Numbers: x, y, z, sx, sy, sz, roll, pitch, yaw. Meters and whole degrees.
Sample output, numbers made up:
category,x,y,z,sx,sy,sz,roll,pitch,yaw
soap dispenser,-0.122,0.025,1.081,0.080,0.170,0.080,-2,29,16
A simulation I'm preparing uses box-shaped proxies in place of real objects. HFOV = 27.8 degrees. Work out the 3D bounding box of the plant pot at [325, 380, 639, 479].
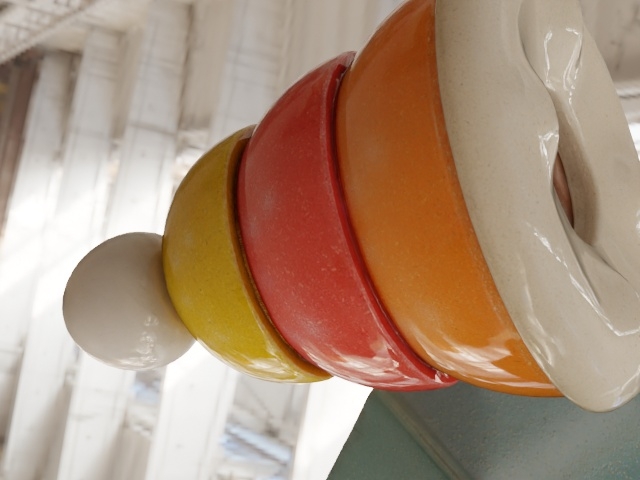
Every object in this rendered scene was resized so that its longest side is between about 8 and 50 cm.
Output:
category,x,y,z,sx,sy,sz,roll,pitch,yaw
plant pot,0.189,0.233,1.236,0.252,0.247,0.248,51,-32,22

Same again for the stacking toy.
category,x,y,z,sx,sy,sz,roll,pitch,yaw
stacking toy,0.000,0.000,1.019,0.480,0.350,0.351,-16,-122,27
